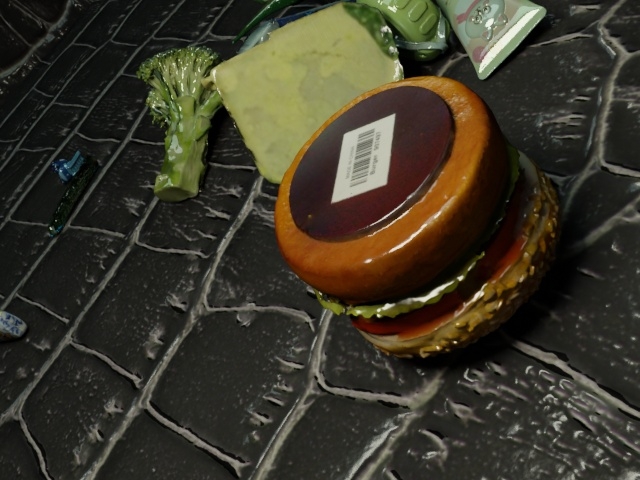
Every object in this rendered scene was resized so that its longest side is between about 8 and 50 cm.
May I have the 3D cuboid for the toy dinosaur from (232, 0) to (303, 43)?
[{"bbox_3d":[0.009,-0.580,1.878,0.301,0.087,0.447,27,80,19],"label":"toy dinosaur"}]

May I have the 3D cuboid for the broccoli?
[{"bbox_3d":[-0.312,-0.248,1.824,0.252,0.221,0.361,17,64,16],"label":"broccoli"}]

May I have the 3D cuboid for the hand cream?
[{"bbox_3d":[0.274,-0.401,1.440,0.147,0.093,0.305,-46,39,21],"label":"hand cream"}]

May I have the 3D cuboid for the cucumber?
[{"bbox_3d":[-0.642,-0.114,2.144,0.044,0.043,0.256,-18,43,42],"label":"cucumber"}]

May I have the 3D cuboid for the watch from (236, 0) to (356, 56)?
[{"bbox_3d":[-0.055,-0.456,1.856,0.276,0.068,0.274,-47,33,-5],"label":"watch"}]

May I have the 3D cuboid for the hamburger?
[{"bbox_3d":[0.123,-0.022,1.041,0.330,0.250,0.330,-25,42,25],"label":"hamburger"}]

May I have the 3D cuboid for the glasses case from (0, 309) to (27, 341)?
[{"bbox_3d":[-0.755,0.193,1.899,0.248,0.087,0.065,-8,54,45],"label":"glasses case"}]

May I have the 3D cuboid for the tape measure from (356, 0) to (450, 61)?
[{"bbox_3d":[0.141,-0.391,1.480,0.106,0.175,0.200,-49,34,-1],"label":"tape measure"}]

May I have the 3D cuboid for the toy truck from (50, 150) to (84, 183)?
[{"bbox_3d":[-0.689,-0.205,2.286,0.090,0.056,0.073,-36,37,-10],"label":"toy truck"}]

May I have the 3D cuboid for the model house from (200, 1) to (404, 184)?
[{"bbox_3d":[-0.019,-0.254,1.502,0.321,0.261,0.266,-27,9,-2],"label":"model house"}]
